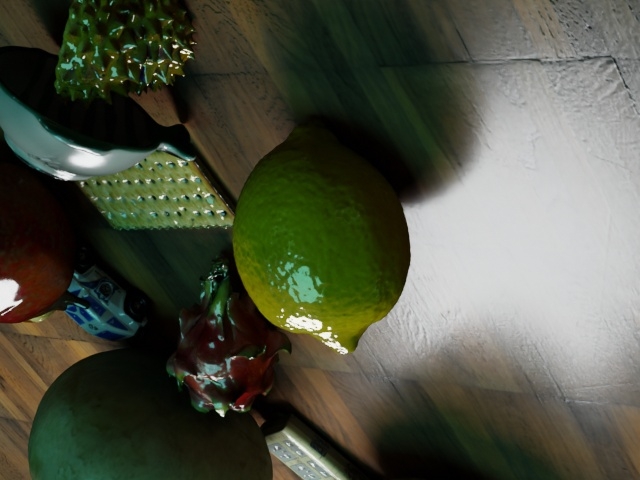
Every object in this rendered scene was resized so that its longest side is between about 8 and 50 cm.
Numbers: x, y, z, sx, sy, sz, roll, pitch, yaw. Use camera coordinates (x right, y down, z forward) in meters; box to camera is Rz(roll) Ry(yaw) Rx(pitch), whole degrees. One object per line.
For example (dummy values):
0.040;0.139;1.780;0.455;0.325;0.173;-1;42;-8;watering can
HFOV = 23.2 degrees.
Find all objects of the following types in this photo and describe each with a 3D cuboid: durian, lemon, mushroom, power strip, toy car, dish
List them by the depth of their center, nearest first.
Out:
-0.208;-0.209;1.582;0.182;0.165;0.132;-47;58;37;durian
0.000;0.000;1.598;0.186;0.187;0.244;2;106;40;lemon
-0.260;-0.117;1.653;0.246;0.224;0.078;21;111;-24;dish
-0.298;0.078;2.077;0.170;0.070;0.080;45;146;-18;toy car
-0.228;0.298;2.087;0.352;0.352;0.260;26;105;11;mushroom
0.024;0.335;2.185;0.268;0.034;0.092;42;147;-15;power strip

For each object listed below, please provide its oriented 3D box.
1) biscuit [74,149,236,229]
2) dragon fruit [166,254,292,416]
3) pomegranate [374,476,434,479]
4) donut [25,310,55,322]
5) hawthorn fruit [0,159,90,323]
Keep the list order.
-0.203;-0.062;1.846;0.231;0.016;0.139;-1;136;42;biscuit
-0.113;0.120;1.925;0.137;0.135;0.236;30;132;16;dragon fruit
0.105;0.449;2.035;0.319;0.319;0.319;23;148;15;pomegranate
-0.430;0.041;2.144;0.166;0.073;0.184;-7;133;43;donut
-0.390;0.018;1.948;0.208;0.208;0.248;-10;132;48;hawthorn fruit
